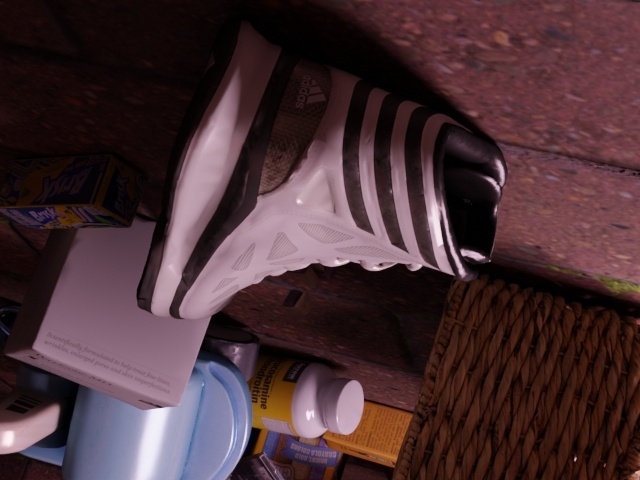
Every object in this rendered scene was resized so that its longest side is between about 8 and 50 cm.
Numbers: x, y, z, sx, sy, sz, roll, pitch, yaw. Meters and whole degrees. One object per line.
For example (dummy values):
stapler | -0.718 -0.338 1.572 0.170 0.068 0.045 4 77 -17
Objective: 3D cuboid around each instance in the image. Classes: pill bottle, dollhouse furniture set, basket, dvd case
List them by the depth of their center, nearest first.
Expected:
basket | 0.191 0.211 1.389 0.223 0.299 0.213 16 162 5
dollhouse furniture set | -0.053 0.013 1.414 0.114 0.091 0.081 5 143 42
pill bottle | -0.039 0.211 1.921 0.184 0.103 0.103 6 159 30
dvd case | -0.102 0.395 2.080 0.221 0.018 0.164 -25 103 48

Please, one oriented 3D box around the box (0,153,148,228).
box | -0.254 -0.048 1.433 0.169 0.059 0.054 0 156 42

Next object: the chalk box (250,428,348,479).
chalk box | -0.039 0.352 2.154 0.132 0.213 0.132 16 161 9

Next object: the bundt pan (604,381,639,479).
bundt pan | 0.314 0.268 1.594 0.331 0.124 0.330 3 135 3

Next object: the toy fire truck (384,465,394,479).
toy fire truck | 0.084 0.444 2.149 0.254 0.169 0.302 -9 147 -23

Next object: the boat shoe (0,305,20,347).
boat shoe | -0.378 0.171 2.120 0.258 0.109 0.089 15 158 2

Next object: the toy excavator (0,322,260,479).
toy excavator | -0.307 0.200 1.679 0.433 0.222 0.445 15 -173 4

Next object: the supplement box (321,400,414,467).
supplement box | 0.123 0.289 2.043 0.234 0.080 0.078 12 160 11

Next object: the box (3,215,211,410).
box | -0.223 0.072 1.559 0.181 0.181 0.119 25 161 -21

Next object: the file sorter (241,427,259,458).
file sorter | -0.139 0.321 2.319 0.105 0.118 0.170 10 161 36

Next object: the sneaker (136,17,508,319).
sneaker | 0.000 0.001 1.164 0.258 0.169 0.447 21 159 -3
